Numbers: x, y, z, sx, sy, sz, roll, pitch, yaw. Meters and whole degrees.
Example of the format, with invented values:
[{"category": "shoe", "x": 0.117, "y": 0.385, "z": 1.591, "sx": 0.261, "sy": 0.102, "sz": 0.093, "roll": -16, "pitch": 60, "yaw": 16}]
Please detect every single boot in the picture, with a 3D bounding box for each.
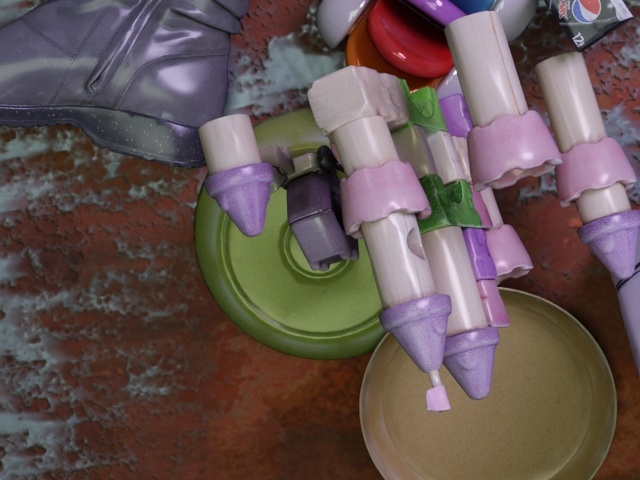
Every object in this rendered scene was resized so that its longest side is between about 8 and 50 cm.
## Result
[{"category": "boot", "x": -0.227, "y": -0.207, "z": 1.568, "sx": 0.338, "sy": 0.118, "sz": 0.223, "roll": 12, "pitch": 102, "yaw": -8}]

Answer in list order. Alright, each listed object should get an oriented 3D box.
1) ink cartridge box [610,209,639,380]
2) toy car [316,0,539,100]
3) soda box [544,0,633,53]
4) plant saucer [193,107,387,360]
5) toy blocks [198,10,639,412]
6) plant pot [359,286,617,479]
[{"category": "ink cartridge box", "x": 0.396, "y": 0.036, "z": 1.407, "sx": 0.285, "sy": 0.395, "sz": 0.166, "roll": -32, "pitch": 101, "yaw": 13}, {"category": "toy car", "x": 0.089, "y": -0.194, "z": 1.513, "sx": 0.159, "sy": 0.136, "sz": 0.182, "roll": 34, "pitch": 105, "yaw": -3}, {"category": "soda box", "x": 0.219, "y": -0.203, "z": 1.479, "sx": 0.053, "sy": 0.169, "sz": 0.060, "roll": -34, "pitch": 98, "yaw": 13}, {"category": "plant saucer", "x": 0.000, "y": 0.000, "z": 1.622, "sx": 0.241, "sy": 0.037, "sz": 0.241, "roll": 1, "pitch": 104, "yaw": 5}, {"category": "toy blocks", "x": 0.083, "y": 0.007, "z": 1.396, "sx": 0.309, "sy": 0.288, "sz": 0.260, "roll": -20, "pitch": 81, "yaw": 23}, {"category": "plant pot", "x": 0.154, "y": 0.151, "z": 1.642, "sx": 0.236, "sy": 0.032, "sz": 0.236, "roll": 1, "pitch": 107, "yaw": 4}]
